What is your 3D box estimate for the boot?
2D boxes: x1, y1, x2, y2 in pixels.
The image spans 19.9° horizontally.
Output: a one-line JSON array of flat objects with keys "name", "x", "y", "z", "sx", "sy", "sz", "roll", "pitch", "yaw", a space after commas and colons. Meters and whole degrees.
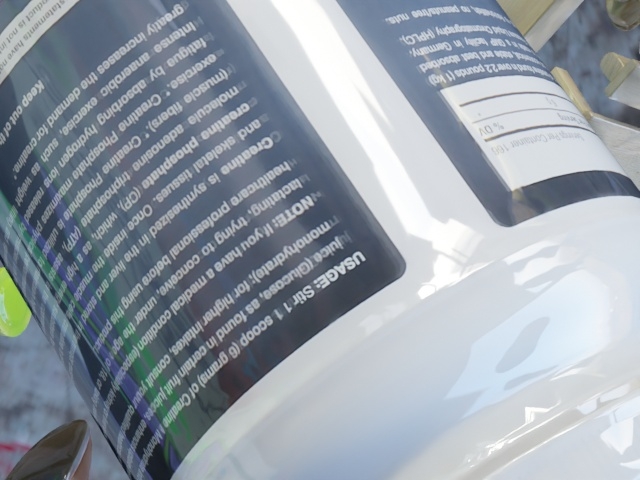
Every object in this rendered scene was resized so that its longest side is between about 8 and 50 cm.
[{"name": "boot", "x": -0.092, "y": 0.147, "z": 0.767, "sx": 0.037, "sy": 0.106, "sz": 0.114, "roll": -15, "pitch": 127, "yaw": 31}]

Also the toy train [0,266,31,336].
[{"name": "toy train", "x": -0.257, "y": 0.041, "z": 1.240, "sx": 0.143, "sy": 0.248, "sz": 0.105, "roll": -5, "pitch": 108, "yaw": 22}]

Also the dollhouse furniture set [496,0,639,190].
[{"name": "dollhouse furniture set", "x": 0.222, "y": -0.141, "z": 1.372, "sx": 0.123, "sy": 0.151, "sz": 0.144, "roll": 13, "pitch": 129, "yaw": -40}]

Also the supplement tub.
[{"name": "supplement tub", "x": 0.000, "y": 0.000, "z": 0.608, "sx": 0.191, "sy": 0.191, "sz": 0.272, "roll": -40, "pitch": 69, "yaw": 17}]
